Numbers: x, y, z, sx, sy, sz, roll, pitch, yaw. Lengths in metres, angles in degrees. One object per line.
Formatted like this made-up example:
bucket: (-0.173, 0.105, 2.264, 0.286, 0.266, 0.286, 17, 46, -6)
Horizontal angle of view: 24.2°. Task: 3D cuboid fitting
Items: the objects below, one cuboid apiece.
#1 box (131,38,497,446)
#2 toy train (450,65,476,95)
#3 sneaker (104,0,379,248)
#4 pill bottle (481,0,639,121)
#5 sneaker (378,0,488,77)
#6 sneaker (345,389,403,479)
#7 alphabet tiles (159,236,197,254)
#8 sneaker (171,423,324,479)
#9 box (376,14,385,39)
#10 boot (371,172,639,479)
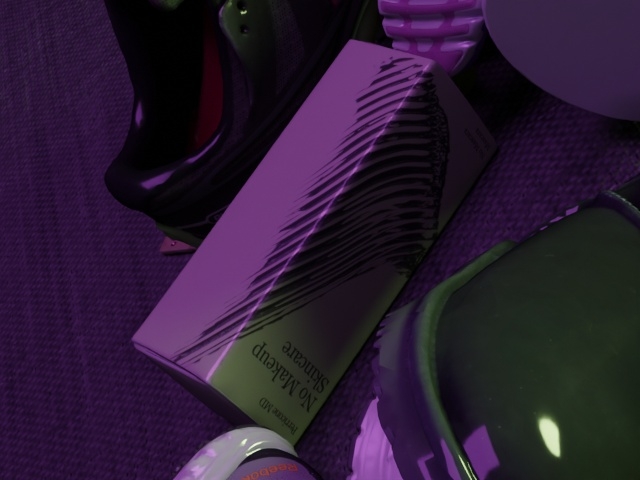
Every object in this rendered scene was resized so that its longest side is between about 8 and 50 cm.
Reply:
box: (0.000, 0.000, 1.049, 0.094, 0.113, 0.275, 22, 73, 45)
toy train: (0.080, -0.164, 1.157, 0.248, 0.105, 0.143, -27, 52, 24)
sneaker: (-0.052, -0.228, 1.094, 0.185, 0.202, 0.482, 9, 93, 47)
pill bottle: (0.243, -0.273, 0.990, 0.210, 0.210, 0.363, -4, 52, 44)
sneaker: (0.106, -0.233, 1.052, 0.095, 0.104, 0.236, 13, 105, 36)
sneaker: (0.076, 0.186, 0.817, 0.129, 0.111, 0.297, -5, 56, 26)
alphabet tiles: (-0.015, -0.076, 1.235, 0.237, 0.009, 0.198, -4, 52, 43)
sneaker: (-0.090, 0.240, 0.919, 0.271, 0.100, 0.108, -53, 41, -10)
box: (0.089, -0.285, 1.245, 0.203, 0.114, 0.103, -33, 37, 15)
boot: (0.256, -0.025, 0.694, 0.445, 0.146, 0.367, -31, 10, 18)
